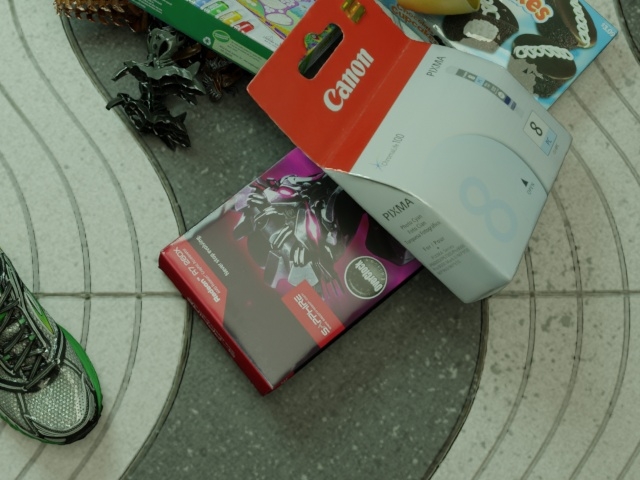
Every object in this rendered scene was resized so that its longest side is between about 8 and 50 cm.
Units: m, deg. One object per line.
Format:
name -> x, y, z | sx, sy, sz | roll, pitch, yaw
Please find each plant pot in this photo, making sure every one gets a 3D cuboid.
plant pot -> 0.146, -0.356, 1.567 | 0.095, 0.134, 0.134 | -15, 79, 23

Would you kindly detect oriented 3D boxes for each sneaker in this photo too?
sneaker -> -0.400, 0.111, 1.455 | 0.134, 0.146, 0.343 | -38, 85, -12

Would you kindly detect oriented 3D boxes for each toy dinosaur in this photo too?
toy dinosaur -> -0.190, -0.256, 1.576 | 0.322, 0.164, 0.218 | 7, 61, 13

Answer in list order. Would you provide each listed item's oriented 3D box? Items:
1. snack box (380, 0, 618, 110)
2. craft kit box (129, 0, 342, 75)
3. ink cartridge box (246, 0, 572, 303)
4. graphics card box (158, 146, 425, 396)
snack box -> 0.237, -0.330, 1.655 | 0.322, 0.060, 0.187 | 42, 77, 4
craft kit box -> -0.088, -0.329, 1.554 | 0.250, 0.061, 0.246 | 31, 41, 5
ink cartridge box -> 0.128, -0.155, 1.473 | 0.385, 0.091, 0.308 | 44, 47, -13
graphics card box -> 0.000, 0.000, 1.546 | 0.371, 0.094, 0.233 | -38, 84, -13
